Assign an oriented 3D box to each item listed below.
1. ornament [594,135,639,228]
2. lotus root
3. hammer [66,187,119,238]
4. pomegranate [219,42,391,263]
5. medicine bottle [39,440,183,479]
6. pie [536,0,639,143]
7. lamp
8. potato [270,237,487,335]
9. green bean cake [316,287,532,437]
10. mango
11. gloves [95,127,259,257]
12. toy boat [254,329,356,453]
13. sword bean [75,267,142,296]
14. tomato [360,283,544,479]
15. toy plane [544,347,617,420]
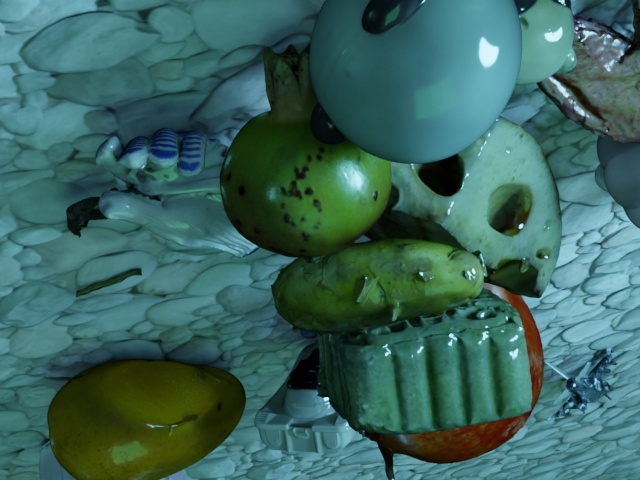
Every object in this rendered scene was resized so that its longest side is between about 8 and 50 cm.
[{"bbox_3d":[0.379,-0.086,1.442,0.178,0.177,0.177,-12,154,-6],"label":"ornament"},{"bbox_3d":[0.141,-0.052,1.439,0.210,0.142,0.314,17,169,23],"label":"lotus root"},{"bbox_3d":[-0.136,-0.018,1.438,0.297,0.027,0.125,5,163,-42],"label":"hammer"},{"bbox_3d":[-0.019,-0.077,1.241,0.159,0.159,0.205,-11,110,-9],"label":"pomegranate"},{"bbox_3d":[-0.306,0.354,1.995,0.219,0.115,0.078,11,142,-43],"label":"medicine bottle"},{"bbox_3d":[0.313,-0.181,1.284,0.204,0.054,0.219,30,129,-23],"label":"pie"},{"bbox_3d":[0.104,-0.167,1.144,0.244,0.197,0.197,-23,162,-35],"label":"lamp"},{"bbox_3d":[0.056,0.045,1.352,0.226,0.090,0.117,-10,165,24],"label":"potato"},{"bbox_3d":[0.107,0.126,1.484,0.223,0.124,0.227,-10,-171,-7],"label":"green bean cake"},{"bbox_3d":[-0.229,0.240,1.785,0.290,0.160,0.191,-7,148,-38],"label":"mango"},{"bbox_3d":[-0.134,-0.051,1.307,0.229,0.097,0.119,31,88,-54],"label":"gloves"},{"bbox_3d":[0.011,0.175,1.761,0.141,0.269,0.140,9,123,14],"label":"toy boat"},{"bbox_3d":[-0.244,0.048,1.549,0.083,0.012,0.012,-20,153,8],"label":"sword bean"},{"bbox_3d":[0.200,0.182,1.745,0.309,0.170,0.309,-54,178,-3],"label":"tomato"},{"bbox_3d":[0.446,0.245,2.234,0.160,0.082,0.234,-52,144,11],"label":"toy plane"}]
